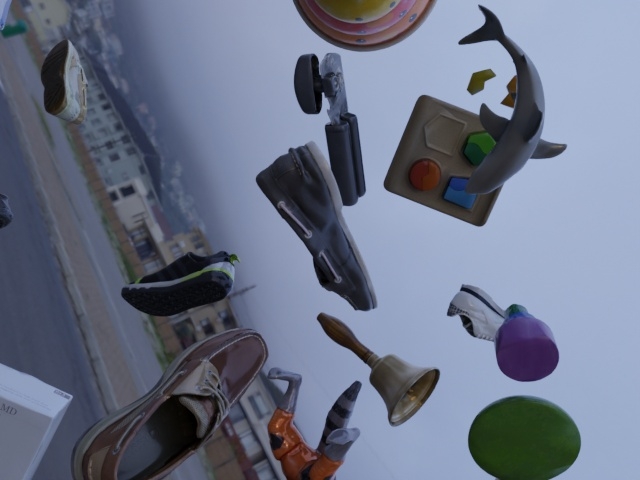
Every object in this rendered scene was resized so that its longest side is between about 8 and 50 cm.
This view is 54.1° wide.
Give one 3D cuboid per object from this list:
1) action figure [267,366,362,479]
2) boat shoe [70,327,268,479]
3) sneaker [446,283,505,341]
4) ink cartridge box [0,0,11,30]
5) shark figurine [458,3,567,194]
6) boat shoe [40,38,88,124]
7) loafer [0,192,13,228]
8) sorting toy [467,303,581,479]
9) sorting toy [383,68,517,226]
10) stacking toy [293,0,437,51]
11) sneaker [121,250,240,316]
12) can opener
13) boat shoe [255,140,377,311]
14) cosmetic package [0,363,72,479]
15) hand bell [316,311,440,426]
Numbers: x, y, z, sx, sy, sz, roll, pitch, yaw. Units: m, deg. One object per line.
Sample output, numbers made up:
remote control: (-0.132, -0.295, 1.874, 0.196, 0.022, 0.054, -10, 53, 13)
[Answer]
action figure: (0.016, 0.404, 0.980, 0.341, 0.179, 0.329, 22, -61, 40)
boat shoe: (-0.179, 0.235, 0.867, 0.116, 0.324, 0.123, -10, -66, 47)
sneaker: (0.401, 0.204, 1.491, 0.235, 0.094, 0.090, 38, -16, -10)
ink cartridge box: (-0.563, -0.295, 0.618, 0.151, 0.396, 0.269, -110, -178, -50)
shark figurine: (0.303, -0.210, 0.943, 0.116, 0.166, 0.278, -71, 158, -81)
boat shoe: (-0.319, -0.198, 0.789, 0.045, 0.050, 0.135, 40, 30, -50)
loafer: (-0.452, -0.075, 0.696, 0.080, 0.220, 0.078, -29, -133, 47)
sorting toy: (0.249, 0.235, 0.792, 0.126, 0.127, 0.365, -71, 156, -63)
sorting toy: (0.285, -0.205, 1.267, 0.041, 0.229, 0.307, -42, 154, -76)
stacking toy: (0.068, -0.528, 1.215, 0.480, 0.351, 0.350, -67, 141, -66)
sneaker: (-0.251, 0.073, 1.148, 0.084, 0.235, 0.097, 62, 26, -42)
can opener: (0.018, -0.201, 1.143, 0.095, 0.076, 0.283, 6, -58, 27)
boat shoe: (0.000, 0.000, 0.926, 0.112, 0.096, 0.335, -117, -177, -47)
cosmetic package: (-0.748, 0.490, 1.396, 0.217, 0.384, 0.156, 25, 4, -7)
hand bell: (0.082, 0.203, 1.122, 0.242, 0.126, 0.126, 38, -29, 33)
